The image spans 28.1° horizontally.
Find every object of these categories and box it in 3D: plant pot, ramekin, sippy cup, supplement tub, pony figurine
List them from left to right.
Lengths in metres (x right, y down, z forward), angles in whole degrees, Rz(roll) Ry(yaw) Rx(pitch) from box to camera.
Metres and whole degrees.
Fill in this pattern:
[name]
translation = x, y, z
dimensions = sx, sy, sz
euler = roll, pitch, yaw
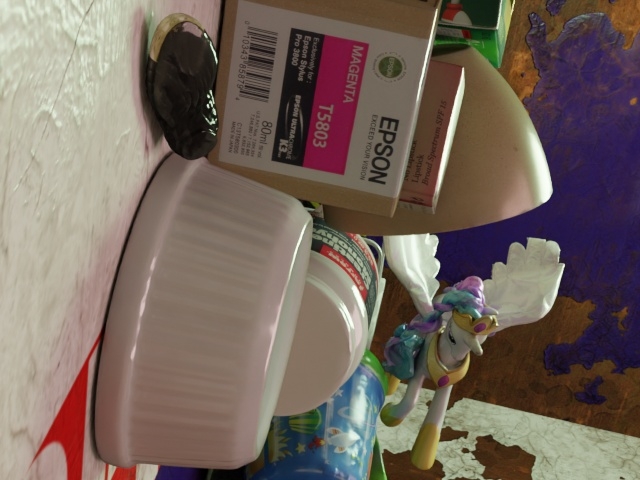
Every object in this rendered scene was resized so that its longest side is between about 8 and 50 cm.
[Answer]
[ramekin]
translation = -0.090, 0.069, 1.082
dimensions = 0.273, 0.127, 0.273
euler = 13, 90, -86
[supplement tub]
translation = -0.032, 0.083, 1.544
dimensions = 0.272, 0.191, 0.191
euler = -67, 169, -74
[sippy cup]
translation = -0.019, 0.288, 1.849
dimensions = 0.224, 0.305, 0.240
euler = -89, -163, -45
[plant pot]
translation = 0.130, -0.135, 1.561
dimensions = 0.284, 0.284, 0.191
euler = -66, 148, -72
[pony figurine]
translation = 0.202, 0.126, 1.993
dimensions = 0.363, 0.303, 0.351
euler = 113, -8, -45

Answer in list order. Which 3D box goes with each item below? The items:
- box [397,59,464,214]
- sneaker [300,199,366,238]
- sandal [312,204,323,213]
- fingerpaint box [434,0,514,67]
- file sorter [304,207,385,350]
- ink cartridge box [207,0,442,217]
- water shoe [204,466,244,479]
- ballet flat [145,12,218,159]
[box]
translation = 0.029, -0.129, 1.390
dimensions = 0.127, 0.232, 0.148
euler = 51, 51, -82
[sneaker]
translation = 0.036, -0.111, 2.346
dimensions = 0.384, 0.145, 0.147
euler = 100, 4, -53
[sandal]
translation = -0.001, 0.005, 1.811
dimensions = 0.265, 0.076, 0.102
euler = -41, -165, 26
[fingerpaint box]
translation = 0.183, -0.430, 1.627
dimensions = 0.445, 0.163, 0.371
euler = -10, 108, -82
[file sorter]
translation = 0.004, 0.059, 2.079
dimensions = 0.277, 0.193, 0.173
euler = -71, 169, -61
[ink cartridge box]
translation = 0.001, -0.153, 1.213
dimensions = 0.088, 0.193, 0.234
euler = -73, 174, -54
[water shoe]
translation = -0.156, 0.395, 1.872
dimensions = 0.080, 0.073, 0.203
euler = -36, -146, 50
[ballet flat]
translation = -0.107, -0.115, 0.948
dimensions = 0.057, 0.049, 0.173
euler = -29, 159, -14
